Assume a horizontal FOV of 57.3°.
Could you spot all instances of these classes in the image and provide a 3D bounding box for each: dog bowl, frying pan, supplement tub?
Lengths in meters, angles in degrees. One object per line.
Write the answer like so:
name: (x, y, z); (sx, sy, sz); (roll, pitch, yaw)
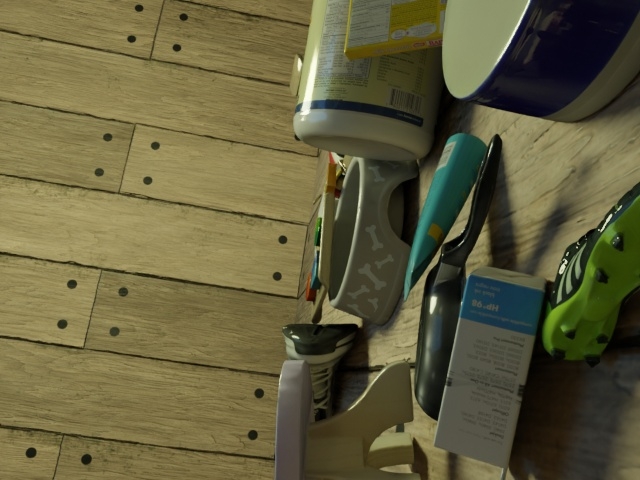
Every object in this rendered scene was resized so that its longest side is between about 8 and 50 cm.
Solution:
dog bowl: (0.092, -0.013, 1.149); (0.349, 0.102, 0.348); (-170, 90, -83)
dog bowl: (0.197, -0.241, 0.500); (0.265, 0.104, 0.264); (-171, 90, -84)
frying pan: (0.134, 0.071, 0.609); (0.326, 0.053, 0.197); (84, -165, -54)
supplement tub: (0.092, -0.309, 0.963); (0.235, 0.236, 0.324); (-173, 93, -84)

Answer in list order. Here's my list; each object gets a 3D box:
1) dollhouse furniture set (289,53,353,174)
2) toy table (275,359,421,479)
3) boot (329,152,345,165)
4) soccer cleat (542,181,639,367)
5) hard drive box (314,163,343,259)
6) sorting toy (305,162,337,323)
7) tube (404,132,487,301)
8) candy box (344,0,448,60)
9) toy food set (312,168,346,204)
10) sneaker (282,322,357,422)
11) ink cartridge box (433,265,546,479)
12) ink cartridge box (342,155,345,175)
dollhouse furniture set: (0.068, -0.288, 1.304); (0.242, 0.212, 0.161); (60, 148, 35)
toy table: (0.038, 0.282, 0.709); (0.252, 0.161, 0.274); (-54, -40, -82)
boot: (0.053, -0.250, 1.954); (0.244, 0.089, 0.176); (-95, 14, -54)
soccer cleat: (0.193, 0.011, 0.390); (0.072, 0.060, 0.178); (-78, 0, -46)
hard drive box: (0.048, -0.074, 1.699); (0.181, 0.089, 0.232); (-89, 11, -51)
sorting toy: (0.000, 0.000, 1.265); (0.229, 0.041, 0.307); (100, 175, -61)
tube: (0.137, -0.032, 0.674); (0.207, 0.052, 0.080); (-62, -20, -25)
candy box: (0.135, -0.306, 0.788); (0.027, 0.206, 0.105); (44, -130, -58)
toy food set: (0.076, -0.153, 1.407); (0.217, 0.071, 0.128); (-51, 3, 5)
sneaker: (0.002, 0.324, 1.374); (0.447, 0.169, 0.257); (87, -177, -82)
ink cartridge box: (0.142, 0.117, 0.497); (0.104, 0.060, 0.180); (-4, -75, -69)
ink cartridge box: (0.096, -0.185, 1.542); (0.104, 0.062, 0.181); (113, 164, -63)
